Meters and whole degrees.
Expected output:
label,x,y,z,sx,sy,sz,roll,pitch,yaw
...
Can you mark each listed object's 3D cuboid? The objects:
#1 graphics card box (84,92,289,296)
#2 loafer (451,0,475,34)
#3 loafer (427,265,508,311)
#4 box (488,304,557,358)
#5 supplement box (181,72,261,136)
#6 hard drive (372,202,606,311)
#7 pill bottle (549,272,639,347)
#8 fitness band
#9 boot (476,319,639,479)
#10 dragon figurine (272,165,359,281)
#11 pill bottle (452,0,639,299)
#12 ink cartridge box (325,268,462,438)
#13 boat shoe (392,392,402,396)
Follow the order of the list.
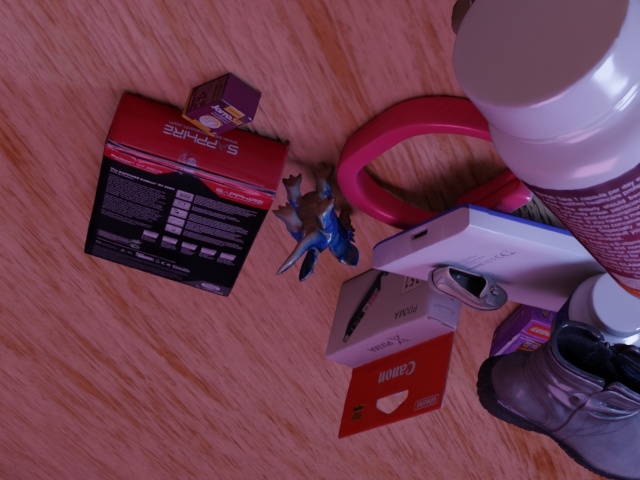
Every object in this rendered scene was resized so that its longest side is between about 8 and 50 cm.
label,x,y,z,sx,sy,sz,roll,pitch,yaw
graphics card box,-0.194,-0.053,2.037,0.233,0.094,0.371,17,153,-5
loafer,0.160,-0.235,1.524,0.050,0.056,0.148,2,152,11
loafer,0.200,0.062,1.922,0.125,0.045,0.039,17,150,-29
box,0.423,0.169,2.205,0.293,0.057,0.201,17,155,-6
supplement box,-0.123,-0.168,1.824,0.055,0.043,0.083,33,148,-32
hard drive,0.259,0.028,1.943,0.319,0.040,0.210,14,158,-30
pill bottle,0.372,0.105,1.918,0.112,0.112,0.186,14,160,1
fitness band,0.144,-0.091,1.838,0.209,0.054,0.291,27,151,-19
boot,0.387,0.216,1.882,0.338,0.118,0.223,20,155,-21
dragon figurine,0.000,0.000,1.922,0.085,0.289,0.144,-16,118,8
pill bottle,0.312,-0.111,1.505,0.224,0.224,0.392,-6,148,36
ink cartridge box,0.098,0.146,2.117,0.060,0.238,0.275,26,152,-23
boat shoe,0.127,0.164,2.328,0.084,0.095,0.258,22,143,-6
